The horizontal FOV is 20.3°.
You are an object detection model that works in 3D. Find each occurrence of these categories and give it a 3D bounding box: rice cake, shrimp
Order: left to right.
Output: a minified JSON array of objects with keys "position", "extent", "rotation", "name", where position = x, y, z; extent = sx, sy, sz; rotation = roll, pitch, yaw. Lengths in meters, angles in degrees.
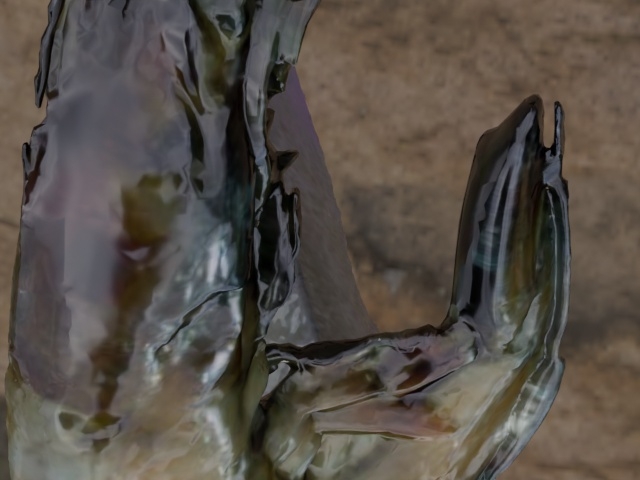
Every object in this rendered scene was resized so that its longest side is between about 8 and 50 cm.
[{"position":[-0.032,-0.029,0.972],"extent":[0.064,0.399,0.070],"rotation":[-37,145,29],"name":"rice cake"},{"position":[0.000,0.000,0.633],"extent":[0.233,0.071,0.365],"rotation":[-7,119,-28],"name":"shrimp"}]
